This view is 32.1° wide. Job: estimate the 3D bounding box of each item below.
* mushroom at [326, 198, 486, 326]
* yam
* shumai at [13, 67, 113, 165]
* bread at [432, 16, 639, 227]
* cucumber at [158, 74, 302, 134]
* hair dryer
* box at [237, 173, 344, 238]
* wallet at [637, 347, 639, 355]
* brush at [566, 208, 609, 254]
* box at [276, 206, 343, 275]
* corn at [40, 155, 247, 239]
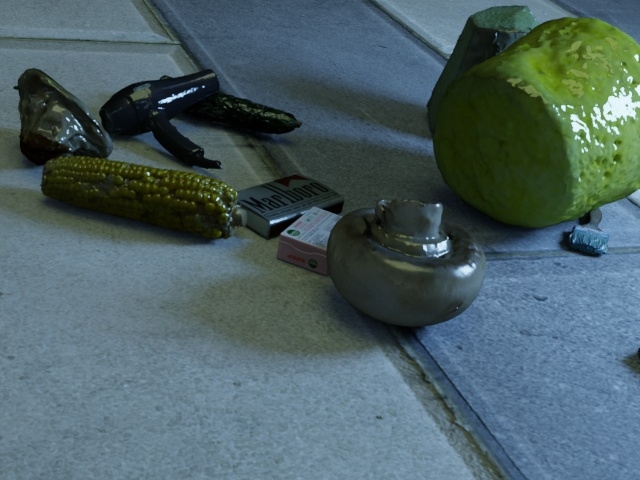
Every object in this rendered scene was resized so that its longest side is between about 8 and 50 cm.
[{"bbox_3d":[0.123,0.021,1.549,0.226,0.178,0.226,17,22,-7],"label":"mushroom"},{"bbox_3d":[0.343,-0.329,2.218,0.201,0.271,0.202,9,33,-6],"label":"yam"},{"bbox_3d":[-0.437,-0.179,1.826,0.201,0.201,0.120,30,74,34],"label":"shumai"},{"bbox_3d":[0.387,-0.190,1.890,0.348,0.348,0.308,29,39,33],"label":"bread"},{"bbox_3d":[-0.175,-0.244,2.093,0.294,0.067,0.067,17,27,11],"label":"cucumber"},{"bbox_3d":[-0.234,-0.195,1.963,0.235,0.091,0.271,-24,55,-27],"label":"hair dryer"},{"bbox_3d":[-0.061,-0.059,1.798,0.115,0.036,0.177,28,32,34],"label":"box"},{"bbox_3d":[0.610,0.171,1.551,0.221,0.071,0.262,-15,29,-39],"label":"wallet"},{"bbox_3d":[0.470,-0.021,1.931,0.070,0.021,0.196,16,25,13],"label":"brush"},{"bbox_3d":[0.000,0.000,1.693,0.089,0.043,0.125,20,28,19],"label":"box"},{"bbox_3d":[-0.266,-0.070,1.688,0.320,0.097,0.097,11,26,7],"label":"corn"}]
